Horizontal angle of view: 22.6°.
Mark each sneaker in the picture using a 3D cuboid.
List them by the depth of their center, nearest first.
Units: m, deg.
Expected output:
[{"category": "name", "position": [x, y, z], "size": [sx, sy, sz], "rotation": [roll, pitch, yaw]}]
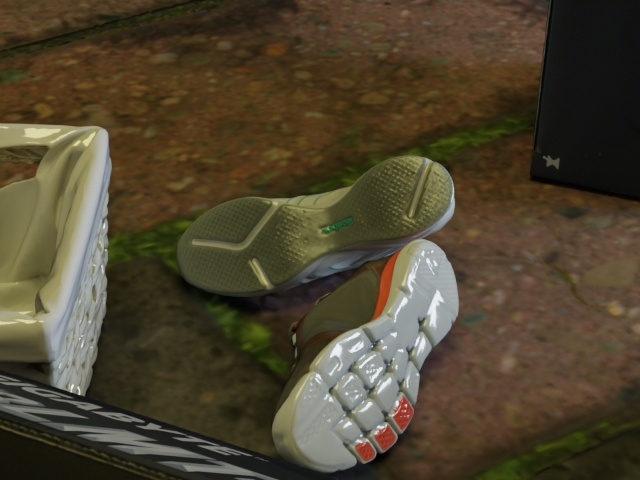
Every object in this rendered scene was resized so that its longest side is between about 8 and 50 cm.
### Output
[{"category": "sneaker", "position": [0.011, 0.058, 0.769], "size": [0.065, 0.061, 0.158], "rotation": [-10, 23, 36]}, {"category": "sneaker", "position": [0.000, 0.000, 0.847], "size": [0.152, 0.061, 0.053], "rotation": [-14, 75, 8]}]

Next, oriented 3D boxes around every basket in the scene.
[{"category": "basket", "position": [-0.161, 0.029, 0.753], "size": [0.113, 0.103, 0.167], "rotation": [2, 35, 2]}]

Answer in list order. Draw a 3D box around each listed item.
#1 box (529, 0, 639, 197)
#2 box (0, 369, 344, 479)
[{"category": "box", "position": [0.191, -0.131, 0.943], "size": [0.093, 0.156, 0.158], "rotation": [13, 37, 17]}, {"category": "box", "position": [-0.017, 0.196, 0.316], "size": [0.296, 0.293, 0.073], "rotation": [12, -2, 31]}]
